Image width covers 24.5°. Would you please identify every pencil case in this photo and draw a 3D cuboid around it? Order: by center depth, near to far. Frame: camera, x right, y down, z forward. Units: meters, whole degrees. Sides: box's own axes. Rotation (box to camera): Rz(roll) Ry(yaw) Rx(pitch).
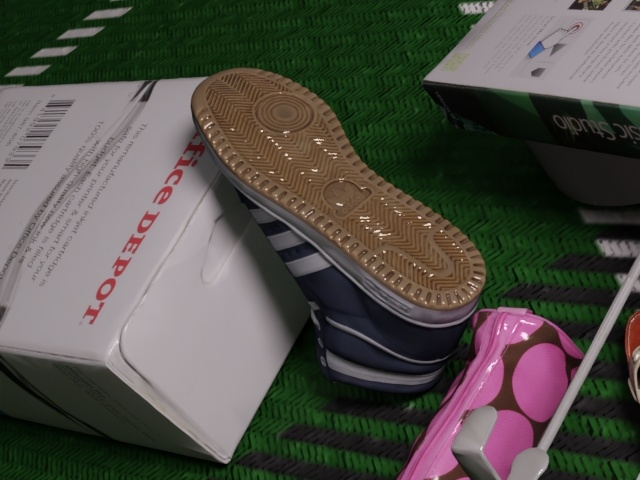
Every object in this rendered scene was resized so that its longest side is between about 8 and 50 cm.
[{"bbox_3d":[0.095,0.138,0.979,0.095,0.098,0.209,9,59,46],"label":"pencil case"}]

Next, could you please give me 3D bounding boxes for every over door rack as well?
[{"bbox_3d":[0.257,0.062,0.810,0.239,0.108,0.324,-1,32,43],"label":"over door rack"}]

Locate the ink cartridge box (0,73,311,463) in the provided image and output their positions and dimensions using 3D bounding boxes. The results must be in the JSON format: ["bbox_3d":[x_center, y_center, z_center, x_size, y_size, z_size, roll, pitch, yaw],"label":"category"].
[{"bbox_3d":[-0.189,0.014,1.300,0.395,0.166,0.285,4,56,45],"label":"ink cartridge box"}]

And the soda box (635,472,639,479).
[{"bbox_3d":[0.263,0.169,0.830,0.183,0.058,0.063,12,61,46],"label":"soda box"}]

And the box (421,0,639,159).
[{"bbox_3d":[0.245,-0.158,1.021,0.232,0.058,0.322,-48,28,-15],"label":"box"}]

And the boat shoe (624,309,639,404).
[{"bbox_3d":[0.223,0.091,0.958,0.049,0.043,0.137,-29,37,19],"label":"boat shoe"}]

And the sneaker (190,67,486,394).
[{"bbox_3d":[0.000,0.000,1.108,0.099,0.153,0.282,-33,61,-27],"label":"sneaker"}]

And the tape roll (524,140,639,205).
[{"bbox_3d":[0.250,-0.129,1.111,0.219,0.072,0.219,-28,32,19],"label":"tape roll"}]
